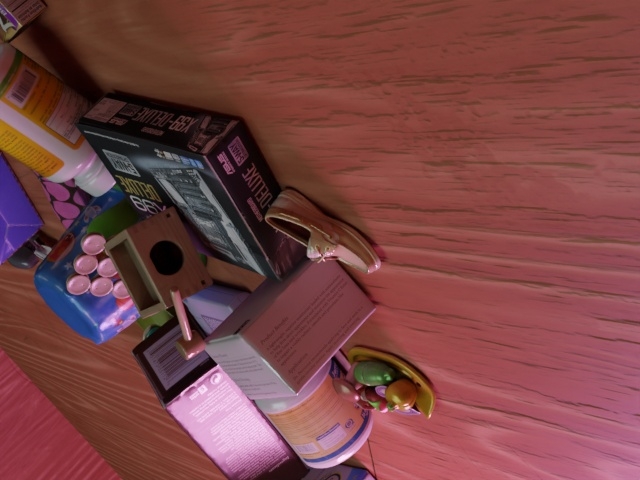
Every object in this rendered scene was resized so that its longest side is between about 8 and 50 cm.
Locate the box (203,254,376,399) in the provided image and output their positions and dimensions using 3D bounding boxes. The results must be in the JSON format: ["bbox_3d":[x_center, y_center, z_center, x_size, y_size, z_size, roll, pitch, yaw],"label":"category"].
[{"bbox_3d":[-0.049,0.124,1.550,0.119,0.181,0.182,49,156,-9],"label":"box"}]

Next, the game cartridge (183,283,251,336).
[{"bbox_3d":[-0.115,0.192,1.921,0.196,0.060,0.294,15,144,52],"label":"game cartridge"}]

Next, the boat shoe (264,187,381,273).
[{"bbox_3d":[0.000,0.000,1.422,0.170,0.059,0.063,34,154,19],"label":"boat shoe"}]

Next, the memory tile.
[{"bbox_3d":[-0.312,0.041,1.674,0.012,0.148,0.113,55,128,49],"label":"memory tile"}]

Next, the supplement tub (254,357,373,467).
[{"bbox_3d":[-0.020,0.259,1.773,0.144,0.144,0.199,4,136,54],"label":"supplement tub"}]

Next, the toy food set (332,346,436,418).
[{"bbox_3d":[0.081,0.232,1.667,0.218,0.071,0.128,7,138,53],"label":"toy food set"}]

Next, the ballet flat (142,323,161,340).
[{"bbox_3d":[-0.329,0.221,2.195,0.052,0.057,0.168,35,156,40],"label":"ballet flat"}]

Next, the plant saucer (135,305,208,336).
[{"bbox_3d":[-0.297,0.179,2.188,0.241,0.037,0.241,34,154,19],"label":"plant saucer"}]

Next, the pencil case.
[{"bbox_3d":[-0.439,-0.084,1.913,0.098,0.095,0.209,13,148,21],"label":"pencil case"}]

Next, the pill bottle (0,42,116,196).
[{"bbox_3d":[-0.411,-0.173,1.627,0.246,0.136,0.136,36,161,-29],"label":"pill bottle"}]

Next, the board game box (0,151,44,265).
[{"bbox_3d":[-0.766,-0.113,2.285,0.291,0.141,0.232,26,151,32],"label":"board game box"}]

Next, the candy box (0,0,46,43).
[{"bbox_3d":[-0.484,-0.377,1.540,0.186,0.053,0.109,51,155,-15],"label":"candy box"}]

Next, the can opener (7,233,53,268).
[{"bbox_3d":[-0.573,0.064,2.343,0.283,0.095,0.076,27,152,31],"label":"can opener"}]

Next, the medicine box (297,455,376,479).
[{"bbox_3d":[-0.016,0.589,2.163,0.149,0.263,0.289,51,154,-17],"label":"medicine box"}]

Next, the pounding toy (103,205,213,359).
[{"bbox_3d":[-0.205,0.062,1.557,0.206,0.094,0.181,63,153,-2],"label":"pounding toy"}]

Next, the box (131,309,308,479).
[{"bbox_3d":[-0.189,0.329,2.065,0.191,0.143,0.381,45,171,50],"label":"box"}]

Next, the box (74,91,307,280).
[{"bbox_3d":[-0.184,-0.081,1.543,0.307,0.076,0.242,18,147,43],"label":"box"}]

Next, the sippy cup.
[{"bbox_3d":[-0.351,0.043,1.822,0.240,0.224,0.305,22,149,39],"label":"sippy cup"}]
